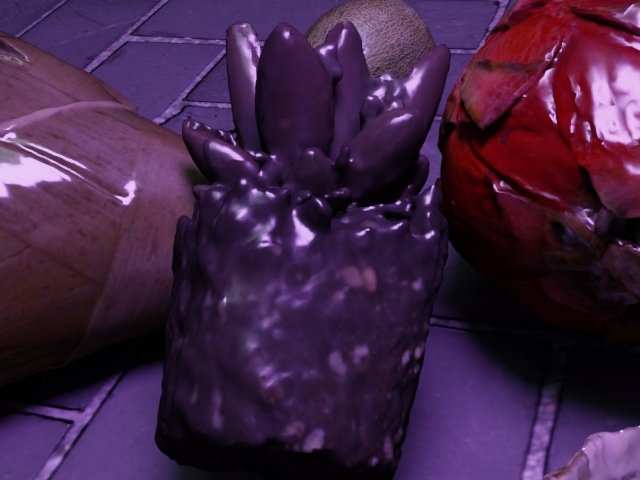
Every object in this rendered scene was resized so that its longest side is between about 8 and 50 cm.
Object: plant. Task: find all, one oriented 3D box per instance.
[{"bbox_3d":[0.000,0.000,0.673,0.194,0.181,0.321,16,69,-20],"label":"plant"}]

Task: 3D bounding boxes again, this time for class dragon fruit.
[{"bbox_3d":[0.222,-0.064,0.735,0.277,0.277,0.342,8,41,21],"label":"dragon fruit"}]

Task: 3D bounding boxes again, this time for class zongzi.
[{"bbox_3d":[-0.233,0.073,0.711,0.467,0.218,0.500,23,52,17],"label":"zongzi"}]

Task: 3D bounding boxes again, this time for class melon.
[{"bbox_3d":[0.048,-0.186,1.052,0.139,0.139,0.192,23,48,37],"label":"melon"}]

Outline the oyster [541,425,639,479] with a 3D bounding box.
[{"bbox_3d":[0.204,0.186,0.532,0.354,0.107,0.201,-11,45,-33],"label":"oyster"}]
